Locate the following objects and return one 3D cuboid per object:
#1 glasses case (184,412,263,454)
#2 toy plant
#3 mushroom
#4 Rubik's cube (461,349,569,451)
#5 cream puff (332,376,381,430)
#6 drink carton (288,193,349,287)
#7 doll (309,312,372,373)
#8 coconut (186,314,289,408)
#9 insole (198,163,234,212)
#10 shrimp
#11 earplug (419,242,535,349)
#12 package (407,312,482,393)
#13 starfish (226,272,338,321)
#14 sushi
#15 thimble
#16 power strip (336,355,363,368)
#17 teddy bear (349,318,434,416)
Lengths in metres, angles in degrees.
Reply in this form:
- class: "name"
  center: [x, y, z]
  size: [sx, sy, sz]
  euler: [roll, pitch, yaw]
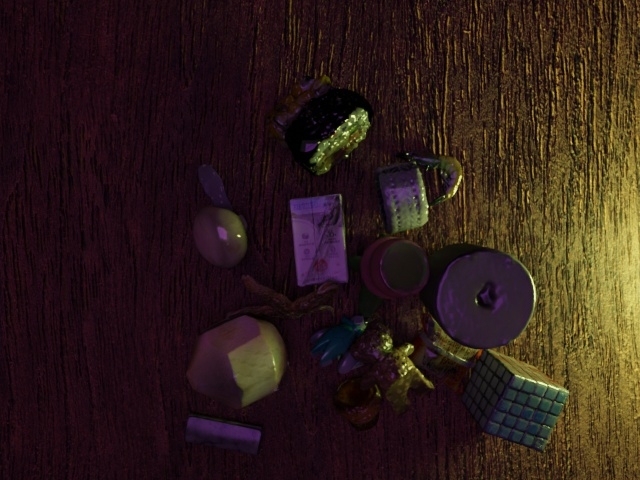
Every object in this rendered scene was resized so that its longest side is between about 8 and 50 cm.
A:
- class: "glasses case"
  center: [-0.379, 0.760, 1.907]
  size: [0.299, 0.060, 0.114]
  euler: [9, 94, 3]
- class: "toy plant"
  center: [0.221, 0.118, 1.663]
  size: [0.210, 0.356, 0.317]
  euler: [16, 83, -16]
- class: "mushroom"
  center: [-0.358, -0.025, 1.796]
  size: [0.202, 0.246, 0.246]
  euler: [-37, 91, -37]
- class: "Rubik's cube"
  center: [0.679, 0.559, 1.727]
  size: [0.237, 0.238, 0.237]
  euler: [20, 97, -8]
- class: "cream puff"
  center: [0.148, 0.633, 1.831]
  size: [0.183, 0.183, 0.169]
  euler: [-17, 118, 4]
- class: "drink carton"
  center: [0.000, 0.001, 1.802]
  size: [0.194, 0.132, 0.325]
  euler: [-5, 92, 5]
- class: "doll"
  center: [0.088, 0.384, 1.801]
  size: [0.258, 0.195, 0.153]
  euler: [-16, 134, -4]
- class: "coconut"
  center: [-0.309, 0.443, 1.750]
  size: [0.352, 0.352, 0.353]
  euler: [0, 93, 4]
- class: "insole"
  center: [-0.399, -0.180, 1.877]
  size: [0.081, 0.011, 0.248]
  euler: [-24, 92, 7]
- class: "shrimp"
  center: [0.389, -0.232, 1.805]
  size: [0.261, 0.051, 0.198]
  euler: [14, 95, 0]
- class: "earplug"
  center: [0.492, 0.159, 1.646]
  size: [0.312, 0.394, 0.313]
  euler: [0, 96, -1]
- class: "package"
  center: [0.459, 0.426, 1.812]
  size: [0.288, 0.108, 0.223]
  euler: [27, 96, -1]
- class: "starfish"
  center: [-0.151, 0.224, 1.768]
  size: [0.431, 0.324, 0.083]
  euler: [1, 59, 1]
- class: "sushi"
  center: [-0.014, -0.418, 1.690]
  size: [0.328, 0.328, 0.285]
  euler: [-43, 79, 6]
- class: "thimble"
  center: [0.286, -0.153, 1.727]
  size: [0.157, 0.217, 0.246]
  euler: [-14, 119, 1]
- class: "power strip"
  center: [0.153, 0.439, 1.867]
  size: [0.192, 0.035, 0.082]
  euler: [-21, 92, 5]
- class: "teddy bear"
  center: [0.243, 0.459, 1.742]
  size: [0.246, 0.222, 0.296]
  euler: [-37, 129, -3]
